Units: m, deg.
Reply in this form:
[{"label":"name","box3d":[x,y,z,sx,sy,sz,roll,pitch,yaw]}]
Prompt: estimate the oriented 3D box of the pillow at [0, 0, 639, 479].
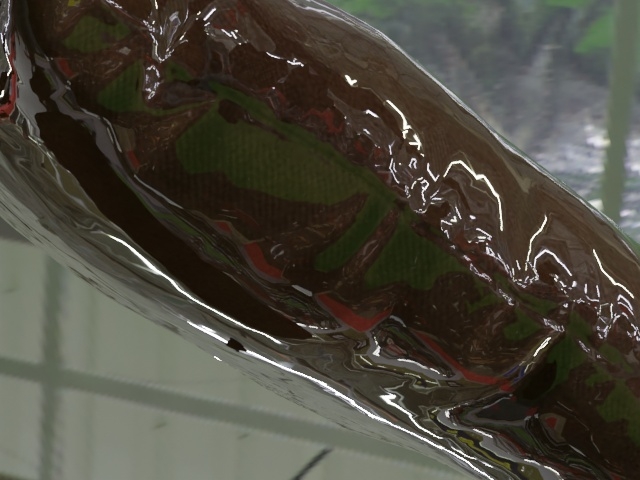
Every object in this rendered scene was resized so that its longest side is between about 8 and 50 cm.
[{"label":"pillow","box3d":[0.000,0.000,0.645,0.305,0.308,0.108,34,-96,-18]}]
